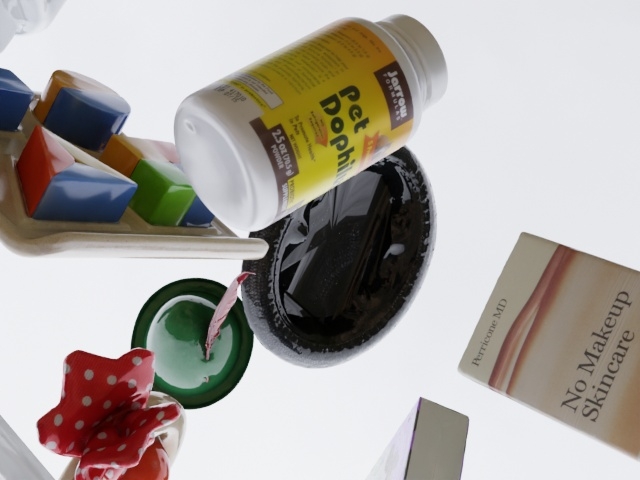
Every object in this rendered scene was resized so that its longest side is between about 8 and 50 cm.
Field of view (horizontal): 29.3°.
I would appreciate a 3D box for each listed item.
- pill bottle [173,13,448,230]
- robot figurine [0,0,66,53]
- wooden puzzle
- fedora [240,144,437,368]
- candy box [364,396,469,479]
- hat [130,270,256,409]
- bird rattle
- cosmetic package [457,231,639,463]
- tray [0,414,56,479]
[{"bbox_3d":[-0.002,-0.102,0.975,0.215,0.117,0.117,-32,-122,-29],"label":"pill bottle"},{"bbox_3d":[-0.377,-0.400,1.538,0.300,0.200,0.353,21,-117,10],"label":"robot figurine"},{"bbox_3d":[-0.249,-0.092,1.186,0.348,0.080,0.322,36,-162,28],"label":"wooden puzzle"},{"bbox_3d":[0.000,0.000,1.664,0.334,0.334,0.152,-20,-157,-29],"label":"fedora"},{"bbox_3d":[0.097,0.312,1.446,0.070,0.196,0.165,24,-142,-5],"label":"candy box"},{"bbox_3d":[-0.183,0.119,1.595,0.173,0.183,0.208,20,-94,9],"label":"hat"},{"bbox_3d":[-0.187,0.195,1.037,0.143,0.253,0.207,23,-167,16],"label":"bird rattle"},{"bbox_3d":[0.281,0.112,1.033,0.129,0.153,0.296,27,176,-42],"label":"cosmetic package"},{"bbox_3d":[-0.261,0.108,0.861,0.030,0.270,0.145,-44,-136,-20],"label":"tray"}]
